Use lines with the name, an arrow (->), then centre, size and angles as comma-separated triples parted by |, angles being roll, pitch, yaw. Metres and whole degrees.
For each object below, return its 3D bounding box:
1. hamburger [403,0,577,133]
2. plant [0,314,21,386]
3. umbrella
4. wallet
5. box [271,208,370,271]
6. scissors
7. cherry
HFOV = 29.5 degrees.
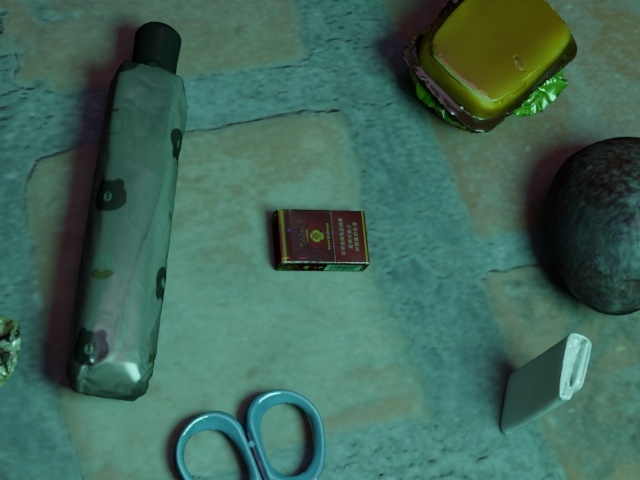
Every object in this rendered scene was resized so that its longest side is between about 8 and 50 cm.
hamburger -> 0.158, -0.167, 1.147 | 0.166, 0.087, 0.137 | -39, 84, -24
plant -> -0.287, 0.065, 0.911 | 0.117, 0.122, 0.104 | -9, 60, -12
umbrella -> -0.156, -0.033, 1.013 | 0.073, 0.067, 0.337 | 15, 65, -25
wallet -> 0.186, 0.122, 1.018 | 0.025, 0.122, 0.061 | 25, 63, -6
box -> 0.000, 0.000, 1.069 | 0.082, 0.023, 0.051 | 0, 68, -16
scissors -> -0.024, 0.247, 0.959 | 0.125, 0.030, 0.256 | -17, 73, -19
cherry -> 0.288, -0.018, 1.095 | 0.176, 0.140, 0.176 | 1, 64, -1
